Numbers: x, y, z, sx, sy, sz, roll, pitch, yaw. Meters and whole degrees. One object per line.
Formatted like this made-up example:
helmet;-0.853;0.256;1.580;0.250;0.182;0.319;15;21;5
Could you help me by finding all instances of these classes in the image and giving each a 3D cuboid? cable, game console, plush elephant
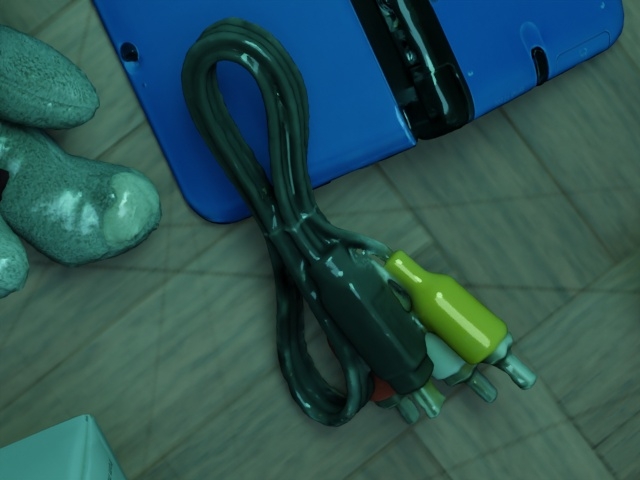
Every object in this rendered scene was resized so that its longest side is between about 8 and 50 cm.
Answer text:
cable;0.000;0.000;1.130;0.139;0.072;0.287;-24;105;38
game console;0.002;-0.196;1.159;0.250;0.173;0.293;-29;97;-35
plush elephant;-0.231;-0.049;0.991;0.272;0.255;0.330;-39;102;-18

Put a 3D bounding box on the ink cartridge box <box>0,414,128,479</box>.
ink cartridge box;-0.168;0.332;1.044;0.279;0.160;0.385;-23;109;4
